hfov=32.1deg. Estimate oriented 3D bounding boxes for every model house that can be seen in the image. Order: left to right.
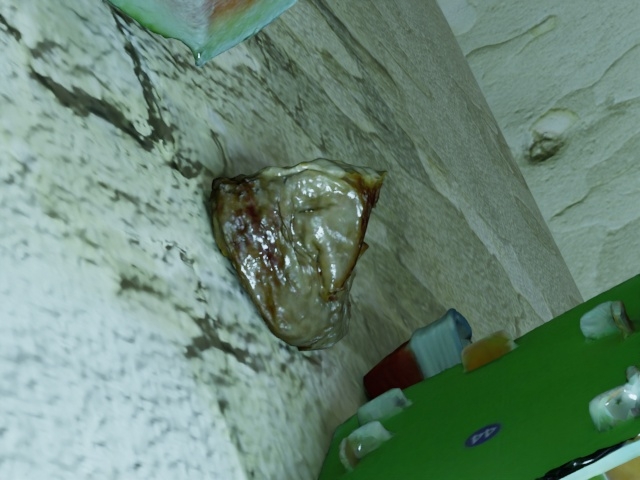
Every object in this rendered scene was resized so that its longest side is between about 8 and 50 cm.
[{"bbox_3d":[0.211,0.180,0.608,0.313,0.357,0.242,57,15,-8],"label":"model house"}]

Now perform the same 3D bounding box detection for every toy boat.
[{"bbox_3d":[0.159,0.161,0.893,0.332,0.133,0.145,48,21,-38],"label":"toy boat"}]

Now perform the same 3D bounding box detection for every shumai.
[{"bbox_3d":[-0.012,0.001,0.733,0.139,0.105,0.123,17,44,-32],"label":"shumai"}]

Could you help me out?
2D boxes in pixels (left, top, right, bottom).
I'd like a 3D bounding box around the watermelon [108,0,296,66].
[{"bbox_3d":[-0.073,-0.277,0.606,0.228,0.258,0.387,-56,129,-24],"label":"watermelon"}]
